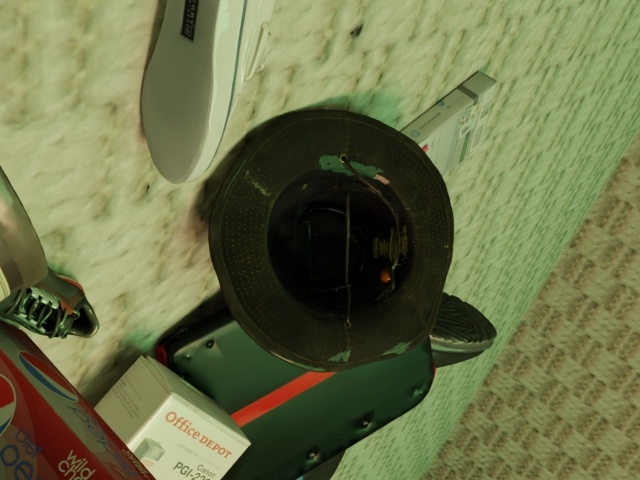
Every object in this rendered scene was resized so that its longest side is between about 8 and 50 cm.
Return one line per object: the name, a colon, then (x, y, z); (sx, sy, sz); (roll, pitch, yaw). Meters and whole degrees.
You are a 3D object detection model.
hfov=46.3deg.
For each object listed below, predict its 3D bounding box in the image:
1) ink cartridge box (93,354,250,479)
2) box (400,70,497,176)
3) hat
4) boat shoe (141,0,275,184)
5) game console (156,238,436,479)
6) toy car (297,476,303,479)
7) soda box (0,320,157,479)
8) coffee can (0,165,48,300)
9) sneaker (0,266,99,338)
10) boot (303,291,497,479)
ink cartridge box: (-0.212, 0.266, 0.871); (0.218, 0.092, 0.158); (-50, 132, -8)
box: (0.189, -0.154, 1.151); (0.186, 0.038, 0.145); (-40, 154, -25)
hat: (0.000, 0.000, 0.899); (0.331, 0.331, 0.134); (-37, -163, -28)
boat shoe: (-0.077, -0.161, 0.608); (0.084, 0.095, 0.258); (-18, 142, -44)
game console: (-0.010, 0.180, 1.061); (0.386, 0.060, 0.342); (-27, 125, -18)
toy car: (-0.164, 0.462, 1.221); (0.210, 0.237, 0.219); (-29, 125, -70)
soda box: (-0.225, 0.170, 0.609); (0.083, 0.263, 0.092); (-49, 156, -8)
coffee can: (-0.299, 0.014, 0.333); (0.275, 0.201, 0.202); (-39, 153, -25)
sneaker: (-0.244, 0.053, 0.653); (0.061, 0.065, 0.158); (-52, 156, 2)
boot: (0.070, 0.295, 1.345); (0.366, 0.146, 0.445); (7, 121, -25)
